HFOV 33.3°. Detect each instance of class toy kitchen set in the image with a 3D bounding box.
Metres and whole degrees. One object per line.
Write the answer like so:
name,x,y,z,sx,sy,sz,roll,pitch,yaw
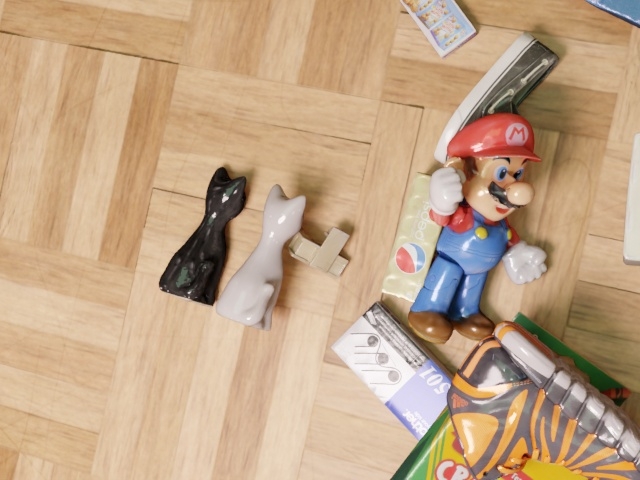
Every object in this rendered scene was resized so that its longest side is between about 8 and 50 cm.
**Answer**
toy kitchen set,0.000,0.000,1.593,0.083,0.075,0.068,28,101,-24

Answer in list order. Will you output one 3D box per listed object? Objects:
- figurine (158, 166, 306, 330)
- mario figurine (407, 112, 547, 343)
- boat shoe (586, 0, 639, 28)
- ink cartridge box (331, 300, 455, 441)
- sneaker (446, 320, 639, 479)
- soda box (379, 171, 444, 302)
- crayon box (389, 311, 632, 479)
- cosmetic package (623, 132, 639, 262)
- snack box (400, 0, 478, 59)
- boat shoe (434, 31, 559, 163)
figurine,-0.119,0.006,1.570,0.215,0.092,0.209,18,87,42
mario figurine,0.223,-0.010,1.428,0.170,0.198,0.320,16,107,14
boat shoe,0.416,-0.340,1.461,0.258,0.089,0.109,43,112,9
ink cartridge box,0.122,0.194,1.540,0.207,0.046,0.097,46,101,13
sneaker,0.296,0.264,1.357,0.321,0.124,0.180,41,100,8
soda box,0.144,-0.003,1.536,0.061,0.058,0.181,18,93,16
crayon box,0.256,0.282,1.452,0.202,0.081,0.318,34,97,-2
cosmetic package,0.445,-0.040,1.327,0.129,0.296,0.153,4,90,15
snack box,0.153,-0.354,1.568,0.064,0.022,0.178,-36,78,11
boat shoe,0.247,-0.188,1.504,0.070,0.078,0.219,40,97,15
